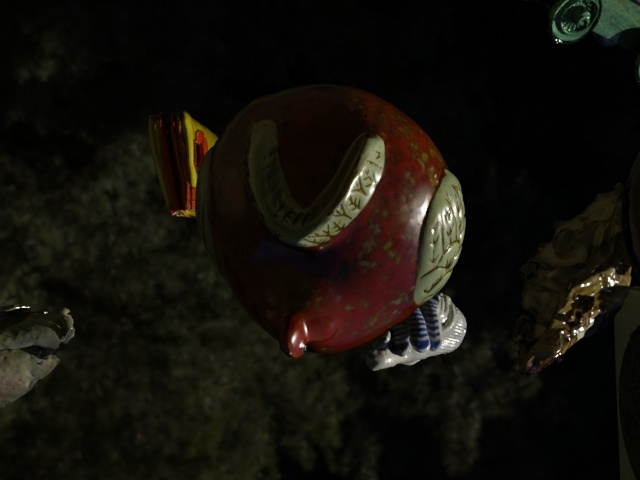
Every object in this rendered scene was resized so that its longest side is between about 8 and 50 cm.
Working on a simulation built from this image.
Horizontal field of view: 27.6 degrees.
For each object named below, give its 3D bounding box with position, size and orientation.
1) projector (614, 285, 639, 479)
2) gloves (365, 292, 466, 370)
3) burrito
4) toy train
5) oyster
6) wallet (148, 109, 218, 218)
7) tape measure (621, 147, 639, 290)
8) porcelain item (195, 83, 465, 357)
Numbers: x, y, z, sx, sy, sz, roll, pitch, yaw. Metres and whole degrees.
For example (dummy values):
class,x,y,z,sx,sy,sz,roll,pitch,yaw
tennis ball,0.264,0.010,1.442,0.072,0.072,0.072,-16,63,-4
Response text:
class,x,y,z,sx,sy,sz,roll,pitch,yaw
projector,0.400,0.185,1.360,0.079,0.259,0.257,-6,-174,-17
gloves,0.130,0.127,1.795,0.119,0.097,0.229,-56,164,16
burrito,-0.199,0.057,0.641,0.149,0.041,0.055,0,135,-20
toy train,0.325,-0.279,1.382,0.285,0.116,0.177,17,118,-39
oyster,0.249,0.044,1.300,0.128,0.079,0.345,-26,-165,30
wallet,-0.170,-0.094,1.786,0.067,0.141,0.241,-10,176,6
tape measure,0.329,-0.022,0.940,0.223,0.202,0.135,-38,151,20
porcelain item,0.000,0.000,1.130,0.253,0.253,0.253,-22,168,-5
